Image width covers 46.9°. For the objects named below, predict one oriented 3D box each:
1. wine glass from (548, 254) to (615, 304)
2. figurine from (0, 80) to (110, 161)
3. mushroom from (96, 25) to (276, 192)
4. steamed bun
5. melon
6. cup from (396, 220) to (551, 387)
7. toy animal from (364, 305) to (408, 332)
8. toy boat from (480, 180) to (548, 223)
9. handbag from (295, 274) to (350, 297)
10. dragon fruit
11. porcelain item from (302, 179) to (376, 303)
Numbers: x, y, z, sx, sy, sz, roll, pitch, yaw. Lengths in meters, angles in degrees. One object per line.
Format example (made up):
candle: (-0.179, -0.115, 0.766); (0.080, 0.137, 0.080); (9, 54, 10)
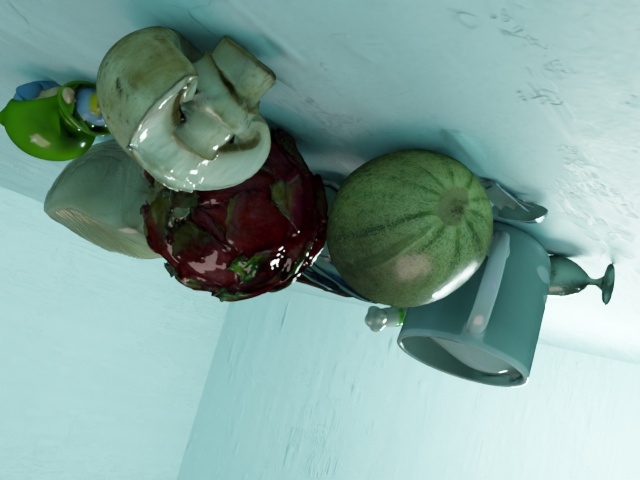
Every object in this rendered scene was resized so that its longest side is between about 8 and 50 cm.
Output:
wine glass: (0.512, 0.078, 1.572); (0.202, 0.092, 0.093); (9, 169, 34)
figurine: (-0.453, -0.220, 1.309); (0.263, 0.143, 0.162); (-4, 167, 33)
mushroom: (-0.174, -0.191, 0.951); (0.189, 0.195, 0.254); (47, -170, 22)
steamed bun: (-0.418, -0.103, 1.625); (0.384, 0.236, 0.247); (6, 159, 45)
melon: (0.138, -0.019, 1.164); (0.249, 0.248, 0.329); (17, 167, -11)
cup: (0.313, 0.097, 1.429); (0.260, 0.274, 0.356); (17, 158, 10)
toy animal: (0.259, 0.153, 1.681); (0.363, 0.181, 0.180); (8, 159, -12)
toy boat: (0.313, -0.061, 1.255); (0.149, 0.034, 0.105); (19, 168, -21)
handbag: (0.016, 0.058, 2.037); (0.276, 0.084, 0.260); (12, -162, 18)
dragon fruit: (-0.140, -0.050, 1.246); (0.329, 0.329, 0.329); (15, 171, 3)
porcelain item: (0.021, 0.002, 1.533); (0.286, 0.157, 0.281); (14, 159, 50)
